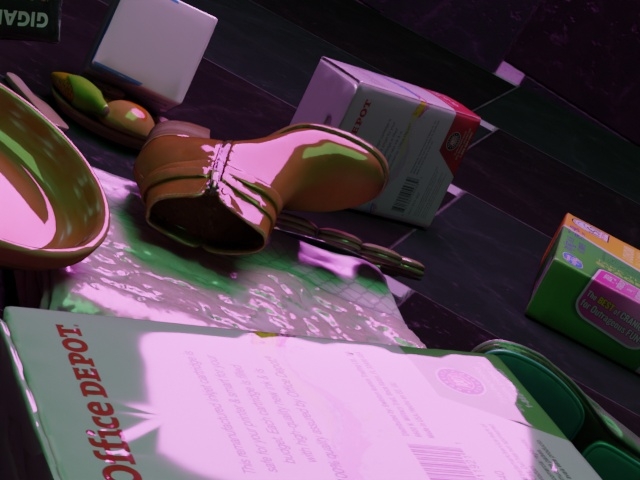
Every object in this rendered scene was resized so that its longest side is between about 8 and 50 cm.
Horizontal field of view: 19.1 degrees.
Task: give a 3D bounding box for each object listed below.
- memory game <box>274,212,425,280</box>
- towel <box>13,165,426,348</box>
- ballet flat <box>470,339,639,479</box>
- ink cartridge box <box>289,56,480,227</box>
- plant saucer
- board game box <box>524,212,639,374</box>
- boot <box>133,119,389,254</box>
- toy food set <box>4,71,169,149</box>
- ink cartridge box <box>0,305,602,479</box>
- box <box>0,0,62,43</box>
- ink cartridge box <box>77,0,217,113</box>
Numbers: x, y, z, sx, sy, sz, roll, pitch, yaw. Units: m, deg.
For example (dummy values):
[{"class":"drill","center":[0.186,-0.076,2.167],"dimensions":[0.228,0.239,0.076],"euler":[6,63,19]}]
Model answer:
[{"class":"memory game","center":[0.000,0.000,1.561],"dimensions":[0.186,0.012,0.186],"euler":[17,-5,2]},{"class":"towel","center":[-0.060,0.048,1.352],"dimensions":[0.331,0.053,0.317],"euler":[20,16,-20]},{"class":"ballet flat","center":[0.179,0.142,1.374],"dimensions":[0.213,0.072,0.068],"euler":[39,7,-14]},{"class":"ink cartridge box","center":[0.055,-0.097,1.881],"dimensions":[0.175,0.127,0.072],"euler":[14,19,-42]},{"class":"plant saucer","center":[-0.225,-0.048,1.192],"dimensions":[0.200,0.037,0.200],"euler":[32,24,-16]},{"class":"board game box","center":[0.365,0.093,1.898],"dimensions":[0.316,0.064,0.242],"euler":[28,15,3]},{"class":"boot","center":[-0.041,-0.032,1.402],"dimensions":[0.197,0.073,0.152],"euler":[4,22,-6]},{"class":"toy food set","center":[-0.183,-0.121,1.730],"dimensions":[0.192,0.038,0.132],"euler":[14,20,-40]},{"class":"ink cartridge box","center":[-0.015,0.134,0.906],"dimensions":[0.278,0.117,0.201],"euler":[7,21,-21]},{"class":"box","center":[-0.380,-0.191,1.329],"dimensions":[0.293,0.073,0.295],"euler":[1,10,-42]},{"class":"ink cartridge box","center":[-0.167,-0.181,1.801],"dimensions":[0.092,0.090,0.143],"euler":[25,-6,-13]}]
